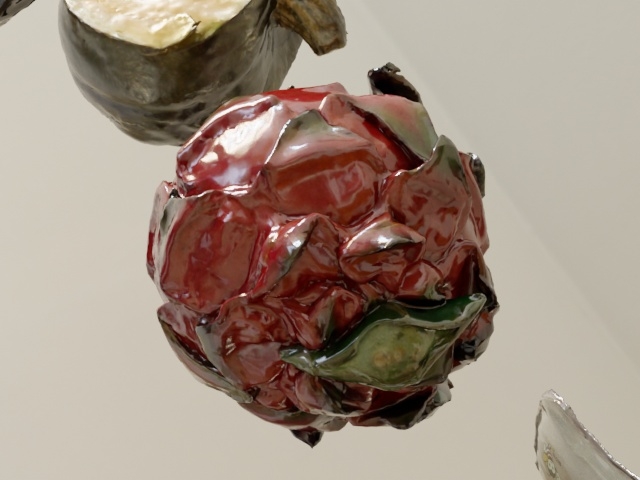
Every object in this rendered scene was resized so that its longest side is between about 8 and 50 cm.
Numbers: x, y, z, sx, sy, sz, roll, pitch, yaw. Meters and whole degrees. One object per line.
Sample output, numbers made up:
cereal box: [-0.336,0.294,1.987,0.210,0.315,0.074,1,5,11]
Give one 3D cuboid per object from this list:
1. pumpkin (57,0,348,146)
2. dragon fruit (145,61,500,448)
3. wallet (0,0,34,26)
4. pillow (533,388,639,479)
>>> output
pumpkin: [-0.068,-0.224,1.044,0.221,0.317,0.139,23,-28,23]
dragon fruit: [0.000,0.000,0.802,0.233,0.293,0.234,-2,-66,-4]
wallet: [-0.127,-0.122,0.454,0.285,0.030,0.146,-26,-128,37]
pillow: [0.269,0.242,1.194,0.233,0.038,0.131,-133,-151,-52]
